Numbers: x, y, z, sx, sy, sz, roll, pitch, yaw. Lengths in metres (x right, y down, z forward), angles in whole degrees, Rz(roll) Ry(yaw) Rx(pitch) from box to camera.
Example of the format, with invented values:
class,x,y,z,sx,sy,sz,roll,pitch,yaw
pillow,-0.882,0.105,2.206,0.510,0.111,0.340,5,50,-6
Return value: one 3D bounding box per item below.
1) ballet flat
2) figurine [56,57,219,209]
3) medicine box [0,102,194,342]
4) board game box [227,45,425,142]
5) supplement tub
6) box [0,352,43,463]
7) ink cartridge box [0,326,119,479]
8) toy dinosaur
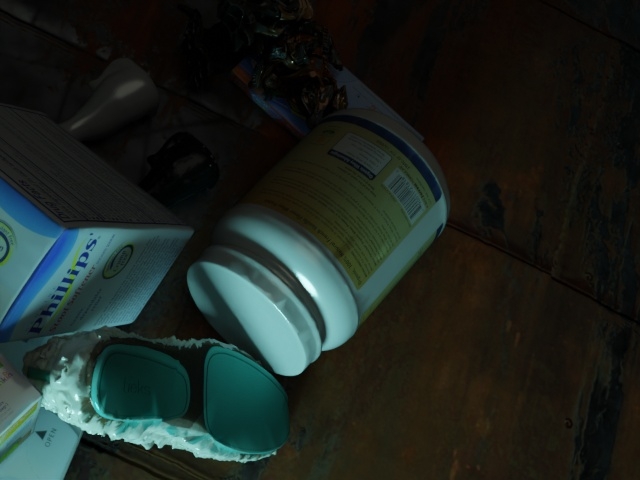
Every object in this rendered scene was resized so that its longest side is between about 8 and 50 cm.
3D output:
class,x,y,z,sx,sy,sz,roll,pitch,yaw
ballet flat,-0.187,0.176,1.208,0.409,0.147,0.146,32,52,-55
figurine,-0.279,-0.108,1.365,0.209,0.092,0.215,-37,86,-24
medicine box,-0.333,-0.031,1.151,0.263,0.289,0.149,37,102,15
board game box,0.012,-0.197,1.542,0.281,0.027,0.145,42,60,-2
supplement tub,0.000,0.000,1.348,0.228,0.228,0.316,44,61,-1
box,-0.365,0.181,1.054,0.103,0.203,0.114,44,63,2
ink cartridge box,-0.463,0.174,1.179,0.385,0.091,0.308,25,64,-13
toy dinosaur,-0.080,-0.300,1.476,0.218,0.164,0.322,-17,58,-40
